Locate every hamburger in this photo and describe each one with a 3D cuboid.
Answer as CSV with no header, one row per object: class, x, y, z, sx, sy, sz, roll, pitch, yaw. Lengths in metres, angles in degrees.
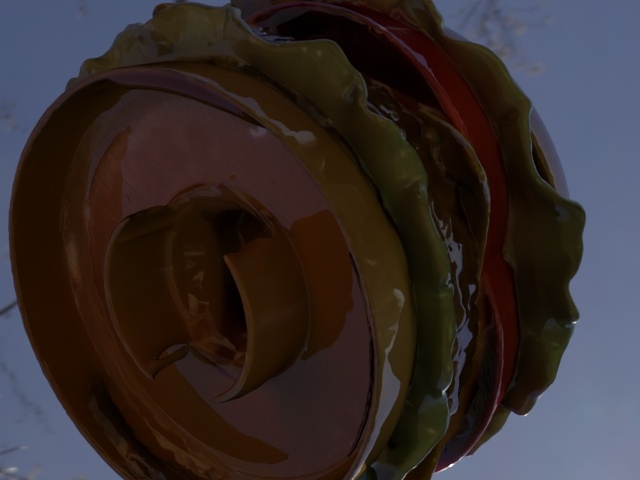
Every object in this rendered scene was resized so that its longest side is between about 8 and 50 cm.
hamburger,0.000,0.000,0.994,0.212,0.274,0.274,-24,-87,-45
